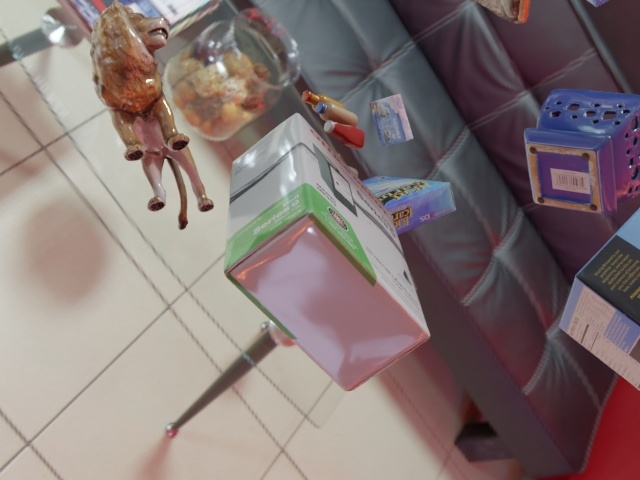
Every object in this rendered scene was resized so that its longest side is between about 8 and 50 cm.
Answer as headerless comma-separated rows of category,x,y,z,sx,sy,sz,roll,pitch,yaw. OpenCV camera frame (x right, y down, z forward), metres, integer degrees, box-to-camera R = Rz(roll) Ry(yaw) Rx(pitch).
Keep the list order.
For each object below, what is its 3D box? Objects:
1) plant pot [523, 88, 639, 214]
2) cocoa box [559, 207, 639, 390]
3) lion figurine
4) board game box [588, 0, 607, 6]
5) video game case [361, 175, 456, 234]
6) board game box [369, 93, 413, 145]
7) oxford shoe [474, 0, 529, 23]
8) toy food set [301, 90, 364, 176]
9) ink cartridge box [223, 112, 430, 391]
plant pot,0.606,-0.194,1.831,0.212,0.236,0.236,-42,130,-34
cocoa box,0.601,0.057,1.317,0.347,0.231,0.228,-43,64,-13
lion figurine,-0.292,-0.199,1.361,0.142,0.392,0.240,-19,64,-14
board game box,0.330,-0.440,1.110,0.160,0.039,0.211,63,-1,-43
video game case,0.071,-0.051,1.491,0.270,0.244,0.061,-22,108,-24
board game box,0.136,-0.233,1.548,0.020,0.090,0.090,-22,99,-27
oxford shoe,0.379,-0.564,1.793,0.363,0.133,0.130,-98,-174,-63
toy food set,0.016,-0.202,1.661,0.104,0.111,0.232,19,71,-39
ink cartridge box,0.000,0.000,0.945,0.211,0.121,0.289,46,17,-25
